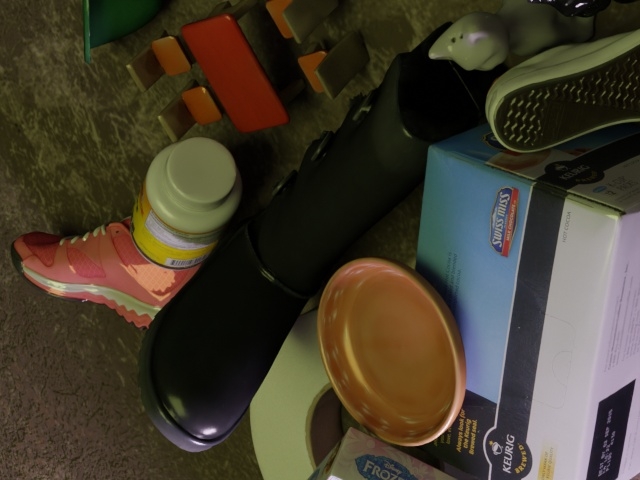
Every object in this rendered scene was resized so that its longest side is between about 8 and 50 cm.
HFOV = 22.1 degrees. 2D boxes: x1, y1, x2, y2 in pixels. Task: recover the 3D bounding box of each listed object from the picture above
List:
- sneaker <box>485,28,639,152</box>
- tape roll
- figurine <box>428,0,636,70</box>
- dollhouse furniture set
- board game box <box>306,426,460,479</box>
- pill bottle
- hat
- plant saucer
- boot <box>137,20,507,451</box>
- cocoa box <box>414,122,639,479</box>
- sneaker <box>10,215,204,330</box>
[{"bbox_3d":[0.301,-0.169,1.607,0.290,0.123,0.106,-10,111,3],"label":"sneaker"},{"bbox_3d":[0.083,0.253,1.999,0.392,0.072,0.392,15,116,33],"label":"tape roll"},{"bbox_3d":[0.229,-0.234,1.598,0.215,0.209,0.092,-26,90,42],"label":"figurine"},{"bbox_3d":[-0.123,-0.236,1.883,0.262,0.135,0.259,-11,119,39],"label":"dollhouse furniture set"},{"bbox_3d":[0.117,0.354,1.818,0.318,0.066,0.319,27,148,-4],"label":"board game box"},{"bbox_3d":[-0.163,-0.048,2.000,0.117,0.117,0.215,55,157,8],"label":"pill bottle"},{"bbox_3d":[-0.204,-0.307,2.043,0.208,0.183,0.173,-138,48,-78],"label":"hat"},{"bbox_3d":[0.077,0.110,1.672,0.200,0.037,0.200,21,119,42],"label":"plant saucer"},{"bbox_3d":[0.000,-0.002,1.791,0.146,0.367,0.445,37,133,-16],"label":"boot"},{"bbox_3d":[0.243,0.063,1.685,0.228,0.231,0.347,23,120,34],"label":"cocoa box"},{"bbox_3d":[-0.273,0.020,2.189,0.314,0.116,0.136,18,107,25],"label":"sneaker"}]
